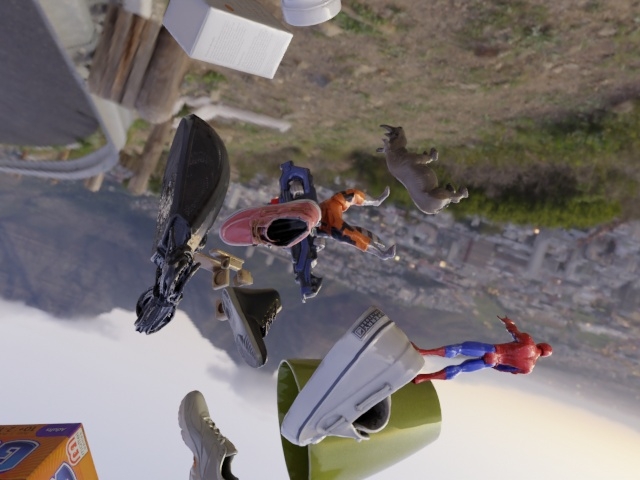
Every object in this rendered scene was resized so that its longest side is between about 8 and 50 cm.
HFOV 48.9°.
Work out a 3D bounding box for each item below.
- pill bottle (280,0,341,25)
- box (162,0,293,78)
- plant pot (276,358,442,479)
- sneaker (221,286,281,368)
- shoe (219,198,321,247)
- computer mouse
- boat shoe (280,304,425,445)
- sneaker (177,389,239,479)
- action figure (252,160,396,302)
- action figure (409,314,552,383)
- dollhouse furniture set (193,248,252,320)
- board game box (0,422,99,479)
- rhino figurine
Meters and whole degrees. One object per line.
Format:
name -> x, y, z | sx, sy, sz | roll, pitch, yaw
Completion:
pill bottle -> -0.051, -0.668, 1.576 | 0.188, 0.188, 0.334 | 18, 140, 32
box -> -0.158, -0.360, 1.194 | 0.170, 0.091, 0.130 | 5, -144, -41
plant pot -> 0.083, 0.358, 1.421 | 0.293, 0.275, 0.275 | -5, -178, -16
sneaker -> -0.124, 0.171, 1.490 | 0.118, 0.083, 0.222 | -5, -139, -23
shoe -> -0.089, -0.021, 1.121 | 0.178, 0.063, 0.081 | -12, -164, 16
computer mouse -> -0.155, -0.029, 0.847 | 0.072, 0.272, 0.188 | 14, 148, -19
boat shoe -> 0.034, 0.169, 0.751 | 0.088, 0.096, 0.267 | 41, 138, 13
sneaker -> -0.255, 0.481, 1.679 | 0.121, 0.262, 0.099 | -21, 164, 22
action figure -> 0.000, 0.000, 1.609 | 0.330, 0.341, 0.178 | 2, 155, -4
action figure -> 0.302, 0.212, 1.365 | 0.280, 0.091, 0.139 | -3, -170, -7
dollhouse furniture set -> -0.260, 0.108, 1.782 | 0.144, 0.151, 0.123 | -21, 149, 31
board game box -> -0.629, 0.580, 1.269 | 0.356, 0.356, 0.356 | -6, -164, 15
rhino figurine -> 0.203, -0.160, 1.524 | 0.243, 0.106, 0.073 | 53, 161, 11
